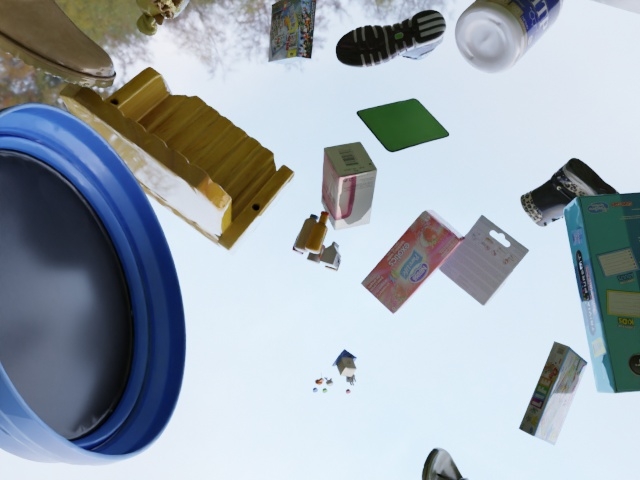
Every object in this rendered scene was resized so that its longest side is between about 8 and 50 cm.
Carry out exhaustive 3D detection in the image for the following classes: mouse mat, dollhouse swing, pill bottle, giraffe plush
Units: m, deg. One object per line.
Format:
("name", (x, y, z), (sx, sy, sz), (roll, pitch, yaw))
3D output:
("mouse mat", (0.196, -0.278, 1.248), (0.189, 0.007, 0.153), (-18, -121, -26))
("dollhouse swing", (-0.223, -0.187, 0.930), (0.346, 0.305, 0.315), (36, -120, 0))
("pill bottle", (0.303, -0.354, 0.810), (0.112, 0.112, 0.187), (25, -119, 39))
("giraffe plush", (-0.292, -0.464, 0.912), (0.181, 0.170, 0.210), (-35, -171, 45))

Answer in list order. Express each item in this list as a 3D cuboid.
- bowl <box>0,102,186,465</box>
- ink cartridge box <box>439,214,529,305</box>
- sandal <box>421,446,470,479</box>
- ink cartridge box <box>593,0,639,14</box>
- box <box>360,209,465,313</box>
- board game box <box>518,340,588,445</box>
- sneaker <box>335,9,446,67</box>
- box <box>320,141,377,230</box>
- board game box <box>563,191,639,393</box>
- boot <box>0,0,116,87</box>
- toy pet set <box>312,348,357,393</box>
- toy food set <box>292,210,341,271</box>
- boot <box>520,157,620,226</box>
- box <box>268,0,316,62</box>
("bowl", (-0.272, 0.048, 0.585), (0.077, 0.391, 0.391), (-16, -136, 6))
("ink cartridge box", (0.522, 0.064, 1.675), (0.189, 0.066, 0.232), (42, -71, 22))
("sandal", (0.344, 0.619, 1.262), (0.086, 0.303, 0.120), (-21, -162, 47))
("ink cartridge box", (0.679, -0.616, 1.047), (0.329, 0.324, 0.072), (13, -117, -3))
("box", (0.281, 0.061, 1.591), (0.142, 0.154, 0.300), (43, -74, 14))
("board game box", (0.388, 0.255, 0.869), (0.026, 0.103, 0.154), (18, -102, 48))
("sneaker", (0.190, -0.495, 1.363), (0.281, 0.162, 0.107), (-7, -91, 17))
("box", (0.084, -0.169, 1.645), (0.126, 0.232, 0.149), (-12, -131, -14))
("board game box", (0.587, 0.083, 0.905), (0.253, 0.079, 0.336), (-4, -105, 4))
("boot", (-0.320, -0.347, 0.632), (0.270, 0.236, 0.089), (-54, -143, 23))
("toy pet set", (0.044, 0.363, 1.457), (0.114, 0.122, 0.065), (-62, -147, 28))
("toy food set", (0.000, 0.000, 1.386), (0.111, 0.232, 0.105), (16, -101, 24))
("boot", (0.630, -0.074, 1.290), (0.085, 0.236, 0.178), (-48, -177, -37))
("box", (-0.080, -0.566, 1.413), (0.044, 0.159, 0.233), (0, -166, -25))
